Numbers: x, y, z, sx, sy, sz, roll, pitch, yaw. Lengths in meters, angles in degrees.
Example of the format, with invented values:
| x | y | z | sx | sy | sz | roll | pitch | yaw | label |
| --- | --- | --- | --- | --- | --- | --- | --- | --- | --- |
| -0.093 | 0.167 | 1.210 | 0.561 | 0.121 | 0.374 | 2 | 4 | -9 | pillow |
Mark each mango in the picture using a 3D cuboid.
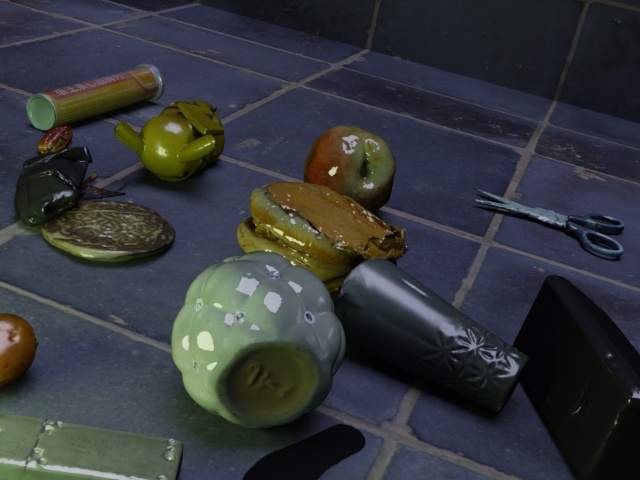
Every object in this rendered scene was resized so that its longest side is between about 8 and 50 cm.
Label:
| x | y | z | sx | sy | sz | roll | pitch | yaw | label |
| --- | --- | --- | --- | --- | --- | --- | --- | --- | --- |
| -0.462 | 0.164 | 1.121 | 0.159 | 0.084 | 0.105 | -28 | 59 | -25 | mango |

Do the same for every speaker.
| x | y | z | sx | sy | sz | roll | pitch | yaw | label |
| --- | --- | --- | --- | --- | --- | --- | --- | --- | --- |
| 0.458 | 0.232 | 1.278 | 0.184 | 0.180 | 0.388 | 12 | 26 | -15 | speaker |

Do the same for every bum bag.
| x | y | z | sx | sy | sz | roll | pitch | yaw | label |
| --- | --- | --- | --- | --- | --- | --- | --- | --- | --- |
| -0.533 | -0.125 | 1.653 | 0.142 | 0.079 | 0.326 | -15 | 29 | -6 | bum bag |

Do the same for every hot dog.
| x | y | z | sx | sy | sz | roll | pitch | yaw | label |
| --- | --- | --- | --- | --- | --- | --- | --- | --- | --- |
| -0.612 | -0.235 | 1.919 | 0.062 | 0.038 | 0.144 | 10 | 25 | -3 | hot dog |

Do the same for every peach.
| x | y | z | sx | sy | sz | roll | pitch | yaw | label |
| --- | --- | --- | --- | --- | --- | --- | --- | --- | --- |
| 0.064 | -0.158 | 1.891 | 0.214 | 0.214 | 0.235 | 3 | 9 | -17 | peach |

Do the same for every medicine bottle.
| x | y | z | sx | sy | sz | roll | pitch | yaw | label |
| --- | --- | --- | --- | --- | --- | --- | --- | --- | --- |
| -0.573 | -0.374 | 2.152 | 0.108 | 0.108 | 0.426 | 21 | 28 | 19 | medicine bottle |

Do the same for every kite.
| x | y | z | sx | sy | sz | roll | pitch | yaw | label |
| --- | --- | --- | --- | --- | --- | --- | --- | --- | --- |
| -0.505 | -0.117 | 1.755 | 0.183 | 0.010 | 0.160 | 12 | 25 | 2 | kite |

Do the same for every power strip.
| x | y | z | sx | sy | sz | roll | pitch | yaw | label |
| --- | --- | --- | --- | --- | --- | --- | --- | --- | --- |
| -0.315 | 0.265 | 1.001 | 0.288 | 0.053 | 0.093 | 10 | 27 | -4 | power strip |

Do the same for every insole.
| x | y | z | sx | sy | sz | roll | pitch | yaw | label |
| --- | --- | --- | --- | --- | --- | --- | --- | --- | --- |
| -0.023 | 0.299 | 1.115 | 0.080 | 0.003 | 0.232 | 29 | 30 | 32 | insole |

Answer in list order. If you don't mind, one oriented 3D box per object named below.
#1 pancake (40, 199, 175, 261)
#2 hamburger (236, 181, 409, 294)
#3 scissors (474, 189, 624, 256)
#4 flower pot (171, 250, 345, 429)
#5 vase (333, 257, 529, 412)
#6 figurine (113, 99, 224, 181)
| x | y | z | sx | sy | sz | roll | pitch | yaw | label |
| --- | --- | --- | --- | --- | --- | --- | --- | --- | --- |
| -0.401 | -0.020 | 1.574 | 0.250 | 0.031 | 0.250 | 10 | 25 | -4 | pancake |
| 0.000 | 0.000 | 1.532 | 0.319 | 0.158 | 0.318 | 16 | 17 | -5 | hamburger |
| 0.573 | -0.060 | 2.082 | 0.384 | 0.029 | 0.256 | 18 | 26 | 16 | scissors |
| -0.085 | 0.140 | 1.149 | 0.246 | 0.246 | 0.195 | 4 | 27 | -16 | flower pot |
| 0.185 | 0.160 | 1.352 | 0.301 | 0.156 | 0.251 | 29 | 4 | 21 | vase |
| -0.313 | -0.230 | 1.886 | 0.218 | 0.169 | 0.326 | 9 | 24 | 6 | figurine |
